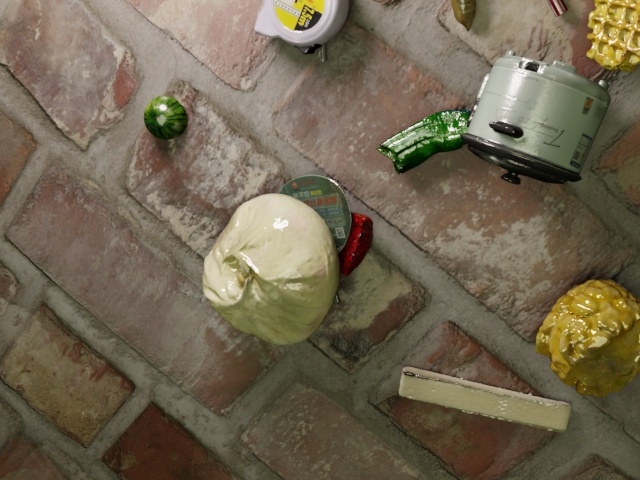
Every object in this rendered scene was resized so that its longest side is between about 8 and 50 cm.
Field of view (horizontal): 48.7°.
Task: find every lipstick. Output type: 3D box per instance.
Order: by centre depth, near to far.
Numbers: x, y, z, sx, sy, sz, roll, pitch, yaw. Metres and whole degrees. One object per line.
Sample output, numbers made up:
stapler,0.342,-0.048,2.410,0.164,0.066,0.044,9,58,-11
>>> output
lipstick,0.419,-0.510,1.349,0.027,0.027,0.177,-29,98,24

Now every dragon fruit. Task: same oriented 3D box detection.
dragon fruit,0.064,-0.015,1.620,0.106,0.083,0.162,33,130,26

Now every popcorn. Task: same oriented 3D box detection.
popcorn,0.571,0.210,1.483,0.250,0.190,0.250,2,112,4

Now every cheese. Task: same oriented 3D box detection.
cheese,0.385,0.378,1.684,0.400,0.034,0.085,10,117,15

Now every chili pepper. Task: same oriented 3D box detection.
chili pepper,0.229,-0.213,1.500,0.224,0.061,0.098,-17,108,24

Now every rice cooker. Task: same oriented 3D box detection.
rice cooker,0.400,-0.216,1.336,0.241,0.280,0.227,26,103,30

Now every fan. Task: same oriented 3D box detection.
fan,0.011,-0.025,1.605,0.294,0.012,0.223,54,133,10

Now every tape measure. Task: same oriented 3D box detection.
tape measure,-0.028,-0.485,1.463,0.178,0.105,0.196,34,115,11

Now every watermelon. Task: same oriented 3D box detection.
watermelon,-0.371,-0.285,1.663,0.105,0.062,0.106,4,112,11

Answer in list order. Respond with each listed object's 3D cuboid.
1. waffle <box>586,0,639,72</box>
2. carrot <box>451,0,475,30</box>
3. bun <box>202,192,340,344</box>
waffle,0.570,-0.396,1.238,0.253,0.056,0.249,-49,45,49
carrot,0.255,-0.575,1.358,0.070,0.070,0.343,-10,108,21
bun,-0.122,0.079,1.602,0.361,0.213,0.361,14,115,33
